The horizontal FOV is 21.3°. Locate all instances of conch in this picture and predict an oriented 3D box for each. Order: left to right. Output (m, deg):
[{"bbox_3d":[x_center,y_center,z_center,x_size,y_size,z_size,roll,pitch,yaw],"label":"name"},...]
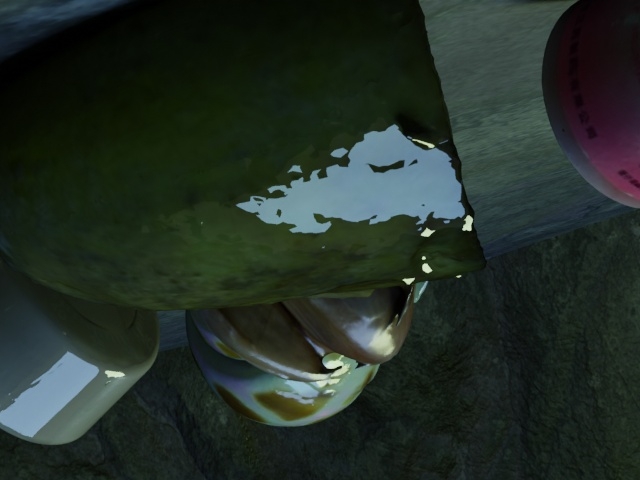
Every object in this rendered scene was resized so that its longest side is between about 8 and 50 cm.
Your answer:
[{"bbox_3d":[-0.013,0.053,1.596,0.249,0.197,0.368,-46,179,6],"label":"conch"}]

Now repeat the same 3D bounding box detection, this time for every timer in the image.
[{"bbox_3d":[-0.104,-0.016,1.032,0.266,0.175,0.175,-35,169,18],"label":"timer"}]

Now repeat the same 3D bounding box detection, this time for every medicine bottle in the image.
[{"bbox_3d":[0.245,-0.110,0.952,0.147,0.147,0.247,-12,173,-34],"label":"medicine bottle"}]

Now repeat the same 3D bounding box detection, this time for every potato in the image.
[{"bbox_3d":[-0.054,-0.019,0.858,0.255,0.112,0.269,-13,156,6],"label":"potato"}]

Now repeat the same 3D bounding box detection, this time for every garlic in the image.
[{"bbox_3d":[0.000,0.000,1.328,0.214,0.191,0.160,-48,-164,28],"label":"garlic"}]
